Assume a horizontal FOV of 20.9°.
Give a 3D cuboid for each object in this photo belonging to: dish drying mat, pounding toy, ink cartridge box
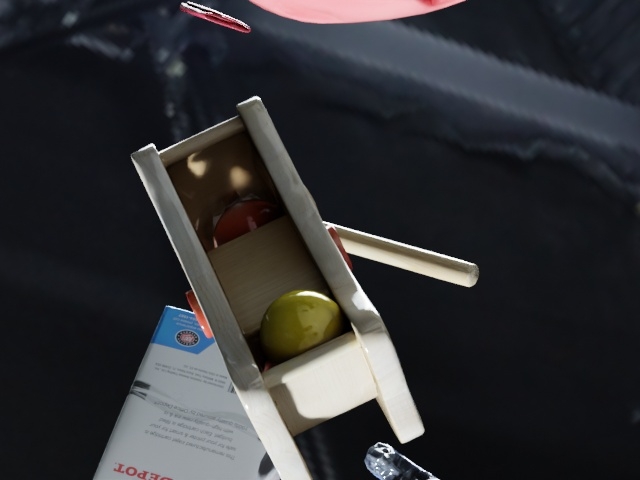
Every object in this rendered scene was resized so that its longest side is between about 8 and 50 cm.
[{"bbox_3d":[-0.068,-0.144,1.113,0.032,0.008,0.083,18,-174,-18],"label":"dish drying mat"},{"bbox_3d":[0.000,0.000,0.937,0.269,0.155,0.154,-121,6,-61],"label":"pounding toy"},{"bbox_3d":[-0.110,0.181,1.636,0.148,0.086,0.203,16,-122,8],"label":"ink cartridge box"}]

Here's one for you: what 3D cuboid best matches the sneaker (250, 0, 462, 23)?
[{"bbox_3d":[0.085,-0.122,0.308,0.097,0.276,0.135,61,-169,-7],"label":"sneaker"}]

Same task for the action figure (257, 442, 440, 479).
[{"bbox_3d":[0.075,0.289,1.465,0.330,0.178,0.341,30,-179,-34],"label":"action figure"}]
